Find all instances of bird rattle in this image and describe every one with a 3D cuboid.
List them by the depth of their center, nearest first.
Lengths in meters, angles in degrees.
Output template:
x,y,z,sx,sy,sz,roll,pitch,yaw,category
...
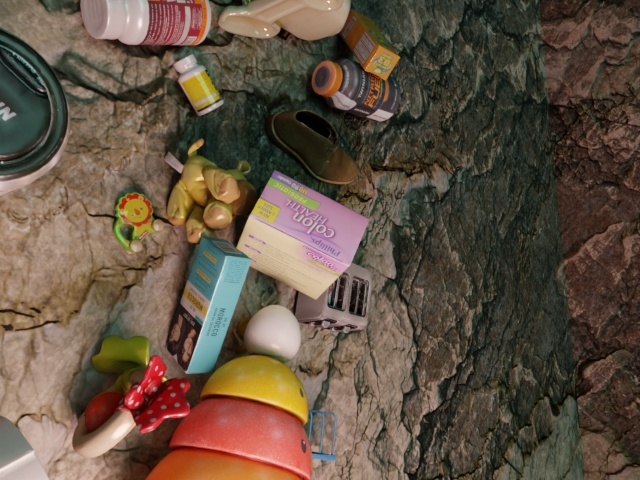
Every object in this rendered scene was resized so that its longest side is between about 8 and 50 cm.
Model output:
x,y,z,sx,sy,sz,roll,pitch,yaw,category
-0.321,0.277,0.951,0.207,0.254,0.143,-47,120,-11,bird rattle

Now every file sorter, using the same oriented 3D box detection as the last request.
x,y,z,sx,sy,sz,roll,pitch,yaw,category
-0.062,0.427,1.269,0.170,0.118,0.104,23,66,-41,file sorter

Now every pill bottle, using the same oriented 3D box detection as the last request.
x,y,z,sx,sy,sz,roll,pitch,yaw,category
-0.332,-0.440,1.095,0.221,0.121,0.121,-19,99,-45,pill bottle
-0.259,-0.327,1.195,0.065,0.065,0.116,-46,117,-38,pill bottle
0.092,-0.403,1.511,0.246,0.131,0.130,4,83,-44,pill bottle

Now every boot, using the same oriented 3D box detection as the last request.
x,y,z,sx,sy,sz,roll,pitch,yaw,category
0.010,-0.228,1.421,0.305,0.115,0.112,28,64,-41,boot

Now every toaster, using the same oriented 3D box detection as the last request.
x,y,z,sx,sy,sz,roll,pitch,yaw,category
0.033,0.130,1.402,0.168,0.110,0.185,23,69,-42,toaster

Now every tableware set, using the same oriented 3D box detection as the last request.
x,y,z,sx,sy,sz,roll,pitch,yaw,category
-0.138,0.200,1.286,0.154,0.024,0.103,-40,116,-41,tableware set

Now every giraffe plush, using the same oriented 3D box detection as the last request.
x,y,z,sx,sy,sz,roll,pitch,yaw,category
-0.208,-0.097,1.178,0.171,0.181,0.210,9,44,-54,giraffe plush

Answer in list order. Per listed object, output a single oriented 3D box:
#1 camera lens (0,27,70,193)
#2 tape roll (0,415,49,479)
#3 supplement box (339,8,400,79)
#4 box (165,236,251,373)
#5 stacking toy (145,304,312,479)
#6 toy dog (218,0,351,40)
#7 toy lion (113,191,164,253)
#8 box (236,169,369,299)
x,y,z,sx,sy,sz,roll,pitch,yaw,category
-0.498,-0.161,0.786,0.220,0.274,0.219,7,80,-45,camera lens
-0.475,0.388,0.767,0.169,0.246,0.246,-23,102,-43,tape roll
0.126,-0.520,1.504,0.078,0.080,0.233,15,38,-33,supplement box
-0.218,0.124,1.089,0.060,0.101,0.244,10,105,-43,box
-0.132,0.339,1.073,0.351,0.351,0.479,35,55,-37,stacking toy
-0.053,-0.700,1.300,0.396,0.285,0.407,-5,87,-46,toy dog
-0.358,-0.039,1.089,0.096,0.034,0.100,51,53,-19,toy lion
-0.050,-0.002,1.189,0.214,0.243,0.117,27,64,-5,box
